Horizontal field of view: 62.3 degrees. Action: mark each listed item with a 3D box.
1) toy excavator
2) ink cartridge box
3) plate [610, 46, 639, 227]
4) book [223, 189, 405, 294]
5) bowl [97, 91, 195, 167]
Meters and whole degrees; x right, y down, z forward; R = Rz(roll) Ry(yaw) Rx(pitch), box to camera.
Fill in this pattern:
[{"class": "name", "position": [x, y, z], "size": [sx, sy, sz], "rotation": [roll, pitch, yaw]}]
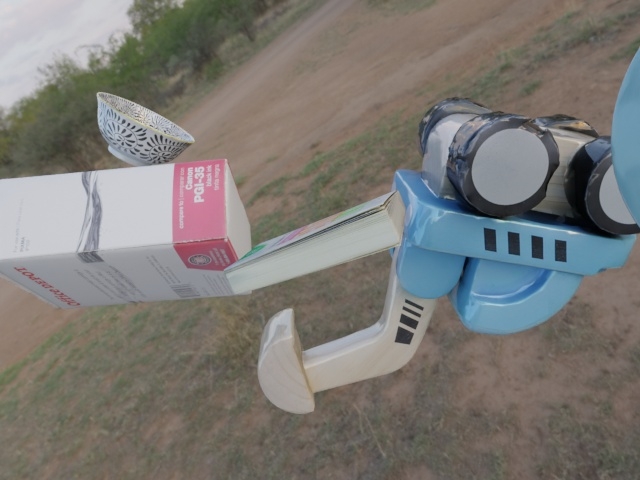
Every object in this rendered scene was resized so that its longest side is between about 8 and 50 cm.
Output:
[{"class": "toy excavator", "position": [0.154, 0.046, 0.692], "size": [0.433, 0.445, 0.222], "rotation": [8, 19, -6]}, {"class": "ink cartridge box", "position": [-0.245, 0.001, 0.705], "size": [0.283, 0.207, 0.117], "rotation": [-5, 67, -1]}, {"class": "plate", "position": [0.222, -0.061, 0.229], "size": [0.188, 0.024, 0.188], "rotation": [-10, 77, 48]}, {"class": "book", "position": [0.000, 0.000, 0.458], "size": [0.144, 0.035, 0.096], "rotation": [-21, 9, 18]}, {"class": "bowl", "position": [-0.308, -0.174, 0.897], "size": [0.080, 0.170, 0.170], "rotation": [-60, 19, 11]}]
